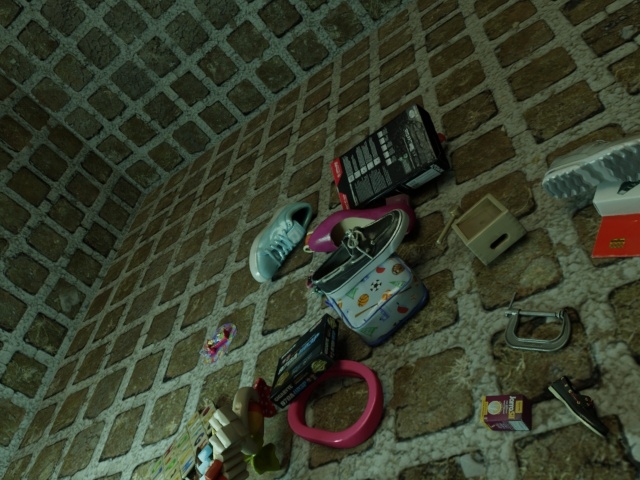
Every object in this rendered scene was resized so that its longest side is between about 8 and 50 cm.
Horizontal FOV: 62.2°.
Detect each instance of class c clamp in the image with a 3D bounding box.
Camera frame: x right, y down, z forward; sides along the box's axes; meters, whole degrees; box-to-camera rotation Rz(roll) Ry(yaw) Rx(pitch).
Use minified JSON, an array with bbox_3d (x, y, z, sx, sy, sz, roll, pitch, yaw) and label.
[{"bbox_3d":[0.450,0.169,1.109,0.161,0.022,0.137,3,54,53],"label":"c clamp"}]

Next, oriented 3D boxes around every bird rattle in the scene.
[{"bbox_3d":[-0.167,0.457,1.350,0.143,0.206,0.253,-1,50,12],"label":"bird rattle"}]

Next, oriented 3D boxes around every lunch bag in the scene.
[{"bbox_3d":[0.134,0.133,1.455,0.243,0.115,0.303,-45,31,4],"label":"lunch bag"}]

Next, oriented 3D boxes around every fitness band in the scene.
[{"bbox_3d":[0.035,0.398,1.306,0.291,0.054,0.209,-10,45,46],"label":"fitness band"}]

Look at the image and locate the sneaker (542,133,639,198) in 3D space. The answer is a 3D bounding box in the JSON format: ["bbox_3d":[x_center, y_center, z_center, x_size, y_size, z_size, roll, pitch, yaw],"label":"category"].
[{"bbox_3d":[0.620,-0.188,1.143,0.281,0.105,0.115,-15,41,43],"label":"sneaker"}]

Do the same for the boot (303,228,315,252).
[{"bbox_3d":[0.000,0.000,1.843,0.158,0.059,0.084,-17,42,52],"label":"boot"}]

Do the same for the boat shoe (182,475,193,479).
[{"bbox_3d":[-0.321,0.677,1.377,0.206,0.075,0.065,9,56,49],"label":"boat shoe"}]

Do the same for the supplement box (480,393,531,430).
[{"bbox_3d":[0.353,0.328,1.009,0.083,0.043,0.055,-18,38,38],"label":"supplement box"}]

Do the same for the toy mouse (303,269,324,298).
[{"bbox_3d":[-0.003,0.137,1.696,0.161,0.031,0.143,9,59,55],"label":"toy mouse"}]

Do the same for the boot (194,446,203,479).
[{"bbox_3d":[-0.271,0.591,1.390,0.114,0.037,0.106,-2,58,-9],"label":"boot"}]

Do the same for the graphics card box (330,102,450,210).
[{"bbox_3d":[0.215,-0.245,1.726,0.371,0.094,0.232,-33,56,32],"label":"graphics card box"}]

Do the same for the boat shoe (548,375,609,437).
[{"bbox_3d":[0.455,0.288,0.927,0.042,0.049,0.133,-49,25,10],"label":"boat shoe"}]

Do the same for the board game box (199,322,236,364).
[{"bbox_3d":[-0.368,0.356,1.873,0.133,0.033,0.168,-9,46,46],"label":"board game box"}]

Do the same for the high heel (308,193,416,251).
[{"bbox_3d":[0.114,-0.024,1.646,0.377,0.127,0.181,-28,25,23],"label":"high heel"}]

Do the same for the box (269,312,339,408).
[{"bbox_3d":[-0.041,0.320,1.417,0.220,0.051,0.175,-46,14,24],"label":"box"}]

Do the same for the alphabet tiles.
[{"bbox_3d":[-0.411,0.628,1.535,0.342,0.011,0.285,-51,15,-12],"label":"alphabet tiles"}]

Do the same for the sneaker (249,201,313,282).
[{"bbox_3d":[-0.136,-0.012,1.943,0.150,0.135,0.365,-17,41,44],"label":"sneaker"}]

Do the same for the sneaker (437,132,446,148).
[{"bbox_3d":[0.310,-0.319,1.829,0.279,0.107,0.118,7,48,43],"label":"sneaker"}]

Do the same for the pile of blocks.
[{"bbox_3d":[-0.231,0.563,1.179,0.149,0.113,0.361,-12,82,20],"label":"pile of blocks"}]

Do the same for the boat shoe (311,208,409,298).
[{"bbox_3d":[0.100,0.018,1.412,0.306,0.105,0.113,-43,32,13],"label":"boat shoe"}]

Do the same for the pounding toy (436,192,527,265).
[{"bbox_3d":[0.395,-0.025,1.356,0.181,0.094,0.206,-43,20,14],"label":"pounding toy"}]

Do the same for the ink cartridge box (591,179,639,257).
[{"bbox_3d":[0.701,-0.080,1.072,0.275,0.060,0.238,-5,47,48],"label":"ink cartridge box"}]
